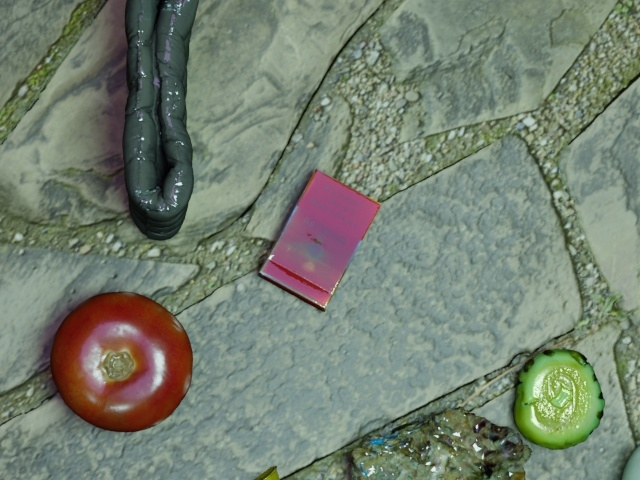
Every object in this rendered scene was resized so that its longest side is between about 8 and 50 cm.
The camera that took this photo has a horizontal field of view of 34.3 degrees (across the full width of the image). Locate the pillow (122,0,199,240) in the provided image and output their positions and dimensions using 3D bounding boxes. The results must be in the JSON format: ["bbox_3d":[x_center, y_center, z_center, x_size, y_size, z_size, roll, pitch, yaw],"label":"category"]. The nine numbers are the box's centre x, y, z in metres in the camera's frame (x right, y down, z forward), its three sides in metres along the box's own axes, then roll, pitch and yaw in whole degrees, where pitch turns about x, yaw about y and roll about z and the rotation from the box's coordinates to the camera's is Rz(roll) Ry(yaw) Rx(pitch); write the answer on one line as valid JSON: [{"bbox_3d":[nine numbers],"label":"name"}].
[{"bbox_3d":[-0.220,-0.175,1.420,0.101,0.228,0.326,3,81,-8],"label":"pillow"}]

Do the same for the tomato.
[{"bbox_3d":[-0.269,0.165,1.415,0.195,0.136,0.195,0,84,-4],"label":"tomato"}]

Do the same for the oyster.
[{"bbox_3d":[0.164,0.323,1.436,0.260,0.092,0.198,21,85,-2],"label":"oyster"}]

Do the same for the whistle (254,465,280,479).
[{"bbox_3d":[-0.058,0.375,1.441,0.057,0.046,0.109,-30,90,-21],"label":"whistle"}]

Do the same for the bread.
[{"bbox_3d":[0.332,0.223,1.462,0.130,0.071,0.139,-9,81,-1],"label":"bread"}]

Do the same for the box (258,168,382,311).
[{"bbox_3d":[0.000,0.000,1.493,0.112,0.048,0.175,30,81,0],"label":"box"}]

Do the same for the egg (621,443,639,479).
[{"bbox_3d":[0.485,0.370,1.407,0.151,0.151,0.209,-16,82,-5],"label":"egg"}]
